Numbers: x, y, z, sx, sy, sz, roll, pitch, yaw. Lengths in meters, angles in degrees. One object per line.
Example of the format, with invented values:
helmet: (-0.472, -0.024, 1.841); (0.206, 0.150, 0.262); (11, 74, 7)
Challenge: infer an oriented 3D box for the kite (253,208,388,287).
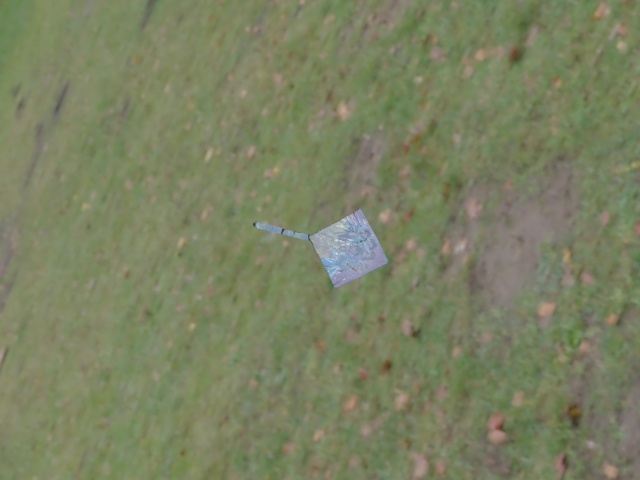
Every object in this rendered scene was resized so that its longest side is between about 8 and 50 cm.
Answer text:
kite: (0.000, 0.006, 0.707); (0.002, 0.078, 0.044); (-5, -92, -78)
